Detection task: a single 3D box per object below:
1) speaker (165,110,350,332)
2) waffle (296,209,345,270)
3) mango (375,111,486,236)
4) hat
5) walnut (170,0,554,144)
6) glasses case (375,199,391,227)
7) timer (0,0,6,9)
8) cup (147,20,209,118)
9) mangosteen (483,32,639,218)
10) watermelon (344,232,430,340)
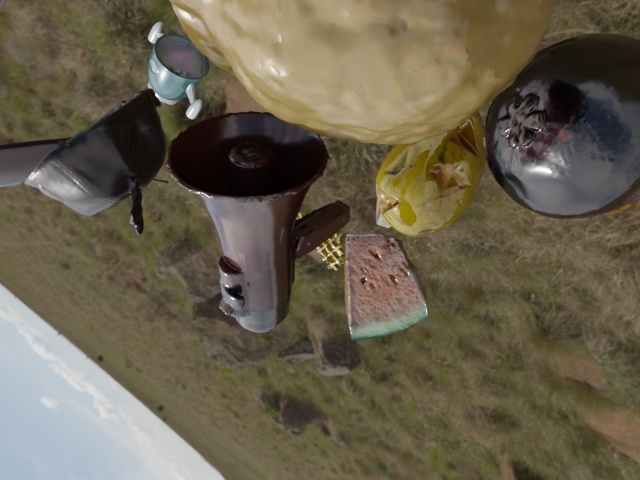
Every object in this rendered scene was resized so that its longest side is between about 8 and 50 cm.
[{"bbox_3d":[-0.077,-0.034,0.668,0.198,0.259,0.329,15,141,12],"label":"speaker"},{"bbox_3d":[0.000,0.000,1.263,0.160,0.046,0.192,5,121,34],"label":"waffle"},{"bbox_3d":[0.284,-0.184,1.108,0.252,0.365,0.182,16,-168,-17],"label":"mango"},{"bbox_3d":[-0.404,-0.104,0.762,0.238,0.336,0.209,28,143,60],"label":"hat"},{"bbox_3d":[0.051,-0.288,0.480,0.383,0.383,0.384,31,151,19],"label":"walnut"},{"bbox_3d":[0.201,-0.133,1.310,0.050,0.196,0.083,12,152,-8],"label":"glasses case"},{"bbox_3d":[-0.382,-0.276,0.277,0.285,0.285,0.285,31,151,19],"label":"timer"},{"bbox_3d":[-0.454,-0.513,1.347,0.173,0.167,0.300,-29,86,47],"label":"cup"},{"bbox_3d":[0.437,-0.187,0.714,0.297,0.313,0.297,160,90,-87],"label":"mangosteen"},{"bbox_3d":[0.130,0.083,1.012,0.140,0.192,0.257,-99,-8,-70],"label":"watermelon"}]
